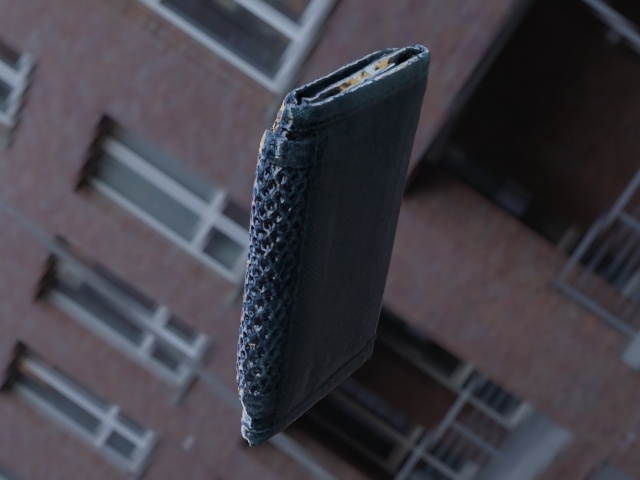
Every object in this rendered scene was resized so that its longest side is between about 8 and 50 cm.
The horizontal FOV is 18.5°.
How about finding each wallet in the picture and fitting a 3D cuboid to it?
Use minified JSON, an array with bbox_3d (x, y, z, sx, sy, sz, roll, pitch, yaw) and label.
[{"bbox_3d":[0.000,0.000,0.675,0.088,0.026,0.129,-34,-40,-53],"label":"wallet"}]
